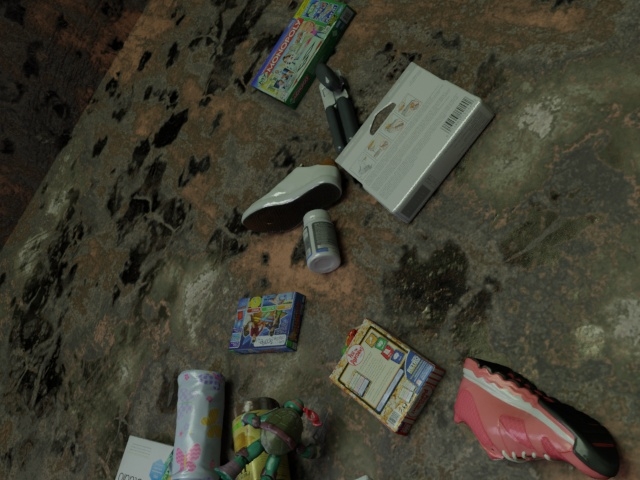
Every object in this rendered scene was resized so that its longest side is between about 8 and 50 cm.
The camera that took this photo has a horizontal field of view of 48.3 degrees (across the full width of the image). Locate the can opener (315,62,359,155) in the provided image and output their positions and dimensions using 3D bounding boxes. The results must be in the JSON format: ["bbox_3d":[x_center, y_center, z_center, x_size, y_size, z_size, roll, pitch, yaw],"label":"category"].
[{"bbox_3d":[0.032,-0.336,1.793,0.076,0.095,0.283,-36,46,27],"label":"can opener"}]

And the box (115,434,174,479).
[{"bbox_3d":[-0.431,0.647,1.718,0.232,0.058,0.321,-5,64,44],"label":"box"}]

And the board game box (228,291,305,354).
[{"bbox_3d":[-0.129,0.198,1.693,0.201,0.035,0.136,-10,61,42],"label":"board game box"}]

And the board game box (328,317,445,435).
[{"bbox_3d":[0.124,0.259,1.378,0.193,0.045,0.146,33,92,42],"label":"board game box"}]

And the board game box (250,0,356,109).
[{"bbox_3d":[-0.054,-0.543,2.041,0.317,0.046,0.213,-57,41,3],"label":"board game box"}]

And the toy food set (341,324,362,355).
[{"bbox_3d":[0.082,0.215,1.482,0.083,0.020,0.082,1,69,45],"label":"toy food set"}]

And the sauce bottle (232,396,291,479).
[{"bbox_3d":[-0.113,0.491,1.449,0.111,0.111,0.344,-36,45,26],"label":"sauce bottle"}]

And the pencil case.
[{"bbox_3d":[-0.286,0.437,1.654,0.124,0.113,0.273,-24,52,37],"label":"pencil case"}]

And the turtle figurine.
[{"bbox_3d":[-0.089,0.389,1.401,0.175,0.118,0.234,30,59,16],"label":"turtle figurine"}]

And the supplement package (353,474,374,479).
[{"bbox_3d":[0.043,0.512,1.263,0.179,0.105,0.105,-34,25,27],"label":"supplement package"}]

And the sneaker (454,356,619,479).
[{"bbox_3d":[0.330,0.306,1.131,0.314,0.116,0.136,32,102,56],"label":"sneaker"}]

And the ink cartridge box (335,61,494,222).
[{"bbox_3d":[0.200,-0.223,1.581,0.296,0.066,0.261,-52,41,9],"label":"ink cartridge box"}]

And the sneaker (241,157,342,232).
[{"bbox_3d":[-0.068,-0.112,1.774,0.290,0.106,0.123,-22,43,26],"label":"sneaker"}]

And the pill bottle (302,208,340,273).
[{"bbox_3d":[0.000,0.000,1.645,0.078,0.078,0.137,-32,48,29],"label":"pill bottle"}]
